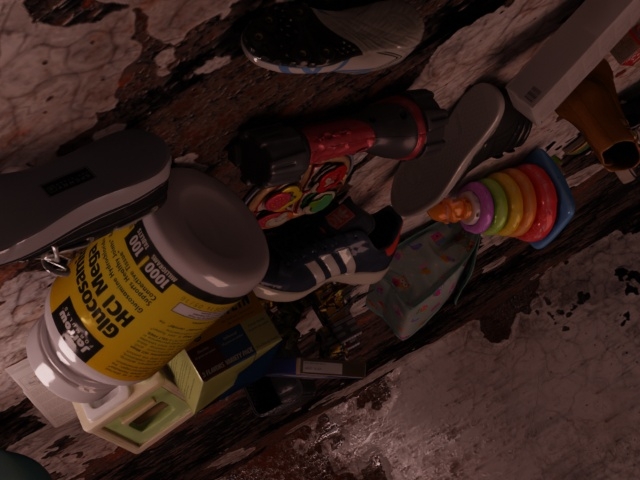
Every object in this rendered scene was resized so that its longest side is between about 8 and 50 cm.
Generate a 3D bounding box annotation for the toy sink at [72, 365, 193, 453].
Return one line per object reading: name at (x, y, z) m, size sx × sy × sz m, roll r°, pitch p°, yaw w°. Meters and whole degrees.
toy sink at (-0.318, 0.237, 1.562) m, size 0.153 × 0.131 × 0.234 m, roll -35°, pitch 146°, yaw 1°

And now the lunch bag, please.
lunch bag at (0.240, 0.067, 2.078) m, size 0.262 × 0.160 × 0.223 m, roll -37°, pitch 162°, yaw -18°

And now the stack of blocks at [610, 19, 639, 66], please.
stack of blocks at (0.593, -0.370, 1.564) m, size 0.297 × 0.087 × 0.171 m, roll -10°, pitch 153°, yaw -48°

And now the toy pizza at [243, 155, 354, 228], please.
toy pizza at (-0.032, -0.070, 1.462) m, size 0.201 × 0.032 × 0.201 m, roll -28°, pitch 162°, yaw -10°

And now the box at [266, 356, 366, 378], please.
box at (-0.026, 0.247, 1.835) m, size 0.136 × 0.036 × 0.225 m, roll 7°, pitch 168°, yaw -25°

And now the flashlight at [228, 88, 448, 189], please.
flashlight at (0.035, -0.133, 1.281) m, size 0.304 × 0.103 × 0.103 m, roll -18°, pitch 160°, yaw -37°

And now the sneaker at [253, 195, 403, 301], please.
sneaker at (0.000, 0.000, 1.588) m, size 0.350 × 0.131 × 0.148 m, roll -10°, pitch 137°, yaw -45°

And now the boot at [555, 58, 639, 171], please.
boot at (0.469, -0.207, 1.602) m, size 0.104 × 0.211 × 0.295 m, roll -39°, pitch 161°, yaw 28°

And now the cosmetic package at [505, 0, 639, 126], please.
cosmetic package at (0.380, -0.286, 1.414) m, size 0.239 × 0.060 × 0.099 m, roll -47°, pitch 159°, yaw 5°

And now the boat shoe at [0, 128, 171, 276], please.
boat shoe at (-0.300, -0.022, 1.026) m, size 0.306 × 0.113 × 0.105 m, roll -31°, pitch 150°, yaw -31°

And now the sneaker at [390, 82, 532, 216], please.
sneaker at (0.242, -0.141, 1.588) m, size 0.147 × 0.104 × 0.296 m, roll -6°, pitch 146°, yaw -43°

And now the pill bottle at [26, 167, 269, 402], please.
pill bottle at (-0.238, 0.072, 1.254) m, size 0.334 × 0.188 × 0.188 m, roll -41°, pitch 160°, yaw 28°

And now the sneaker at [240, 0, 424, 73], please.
sneaker at (0.012, -0.215, 1.059) m, size 0.237 × 0.085 × 0.086 m, roll -14°, pitch 163°, yaw -35°

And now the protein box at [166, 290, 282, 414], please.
protein box at (-0.179, 0.128, 1.469) m, size 0.136 × 0.201 × 0.200 m, roll -27°, pitch 164°, yaw -21°

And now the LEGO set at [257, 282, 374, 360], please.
LEGO set at (-0.036, 0.157, 1.807) m, size 0.255 × 0.192 × 0.331 m, roll -25°, pitch 161°, yaw -18°

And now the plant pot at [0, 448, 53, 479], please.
plant pot at (-0.620, 0.452, 1.598) m, size 0.272 × 0.271 × 0.255 m, roll -30°, pitch 147°, yaw -1°

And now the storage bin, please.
storage bin at (-0.103, 0.270, 2.016) m, size 0.122 × 0.180 × 0.084 m, roll -30°, pitch 164°, yaw 14°

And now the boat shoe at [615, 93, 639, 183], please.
boat shoe at (0.681, -0.222, 2.039) m, size 0.158 × 0.127 × 0.340 m, roll -29°, pitch 163°, yaw 19°

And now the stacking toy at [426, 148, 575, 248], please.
stacking toy at (0.337, -0.069, 1.912) m, size 0.302 × 0.175 × 0.166 m, roll -7°, pitch 150°, yaw -28°

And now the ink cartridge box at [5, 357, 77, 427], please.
ink cartridge box at (-0.414, 0.212, 1.616) m, size 0.181 × 0.056 × 0.224 m, roll -28°, pitch 144°, yaw -10°

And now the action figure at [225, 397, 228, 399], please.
action figure at (-0.252, 0.273, 1.869) m, size 0.164 × 0.141 × 0.276 m, roll -27°, pitch 168°, yaw 29°

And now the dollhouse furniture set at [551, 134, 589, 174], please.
dollhouse furniture set at (0.544, -0.165, 2.091) m, size 0.152 × 0.058 × 0.076 m, roll -39°, pitch 161°, yaw 26°
